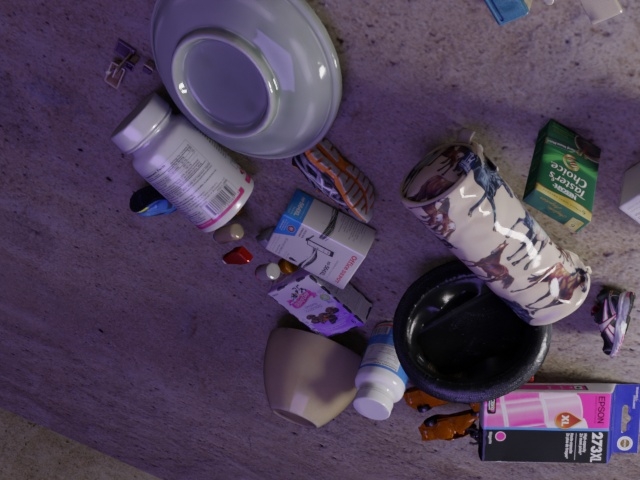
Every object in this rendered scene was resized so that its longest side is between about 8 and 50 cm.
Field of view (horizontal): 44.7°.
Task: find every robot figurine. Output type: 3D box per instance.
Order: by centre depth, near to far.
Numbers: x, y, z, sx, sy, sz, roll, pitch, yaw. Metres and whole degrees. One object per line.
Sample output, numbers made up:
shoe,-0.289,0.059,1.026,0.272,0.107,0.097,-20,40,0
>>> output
robot figurine,0.349,0.416,1.976,0.291,0.085,0.211,-25,90,43

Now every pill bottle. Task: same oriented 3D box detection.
pill bottle,-0.290,-0.164,1.636,0.160,0.160,0.283,-23,121,43
pill bottle,0.155,0.319,1.892,0.124,0.221,0.124,15,140,13

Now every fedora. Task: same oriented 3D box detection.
fedora,0.329,0.196,1.690,0.334,0.334,0.152,11,175,17

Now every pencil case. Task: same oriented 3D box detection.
pencil case,0.341,-0.013,1.465,0.183,0.160,0.410,-46,113,5

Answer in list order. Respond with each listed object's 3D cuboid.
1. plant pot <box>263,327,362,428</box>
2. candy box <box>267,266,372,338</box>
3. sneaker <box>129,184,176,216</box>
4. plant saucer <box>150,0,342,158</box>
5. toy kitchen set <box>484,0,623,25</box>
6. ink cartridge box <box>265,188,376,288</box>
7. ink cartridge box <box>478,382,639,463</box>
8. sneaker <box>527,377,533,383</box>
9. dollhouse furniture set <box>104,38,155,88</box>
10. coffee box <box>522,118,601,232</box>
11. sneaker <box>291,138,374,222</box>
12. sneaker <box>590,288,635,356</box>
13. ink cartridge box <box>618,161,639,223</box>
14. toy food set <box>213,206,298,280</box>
plant pot,-0.034,0.376,2.027,0.284,0.191,0.284,19,157,8
candy box,-0.002,0.142,1.896,0.196,0.070,0.165,42,139,-20
sneaker,-0.348,-0.104,1.823,0.209,0.069,0.082,-17,159,29
plant saucer,-0.160,-0.301,1.427,0.400,0.100,0.400,17,136,18
toy kitchen set,0.307,-0.366,1.092,0.207,0.166,0.122,-16,126,39
ink cartridge box,0.000,0.000,1.726,0.203,0.086,0.148,28,141,-2
ink cartridge box,0.550,0.417,1.778,0.371,0.069,0.176,-1,102,2
sneaker,0.461,0.338,1.865,0.087,0.128,0.221,-7,99,1
dollhouse furniture set,-0.405,-0.326,1.578,0.091,0.081,0.114,33,140,-10
coffee box,0.409,-0.111,1.308,0.113,0.184,0.040,30,142,-6
sneaker,0.028,-0.119,1.588,0.215,0.084,0.083,49,136,-11
sneaker,0.601,0.162,1.618,0.077,0.072,0.178,19,134,27
ink cartridge box,0.654,-0.059,1.303,0.237,0.100,0.172,35,141,-11
toy food set,-0.168,0.015,1.818,0.232,0.111,0.104,44,150,-23
